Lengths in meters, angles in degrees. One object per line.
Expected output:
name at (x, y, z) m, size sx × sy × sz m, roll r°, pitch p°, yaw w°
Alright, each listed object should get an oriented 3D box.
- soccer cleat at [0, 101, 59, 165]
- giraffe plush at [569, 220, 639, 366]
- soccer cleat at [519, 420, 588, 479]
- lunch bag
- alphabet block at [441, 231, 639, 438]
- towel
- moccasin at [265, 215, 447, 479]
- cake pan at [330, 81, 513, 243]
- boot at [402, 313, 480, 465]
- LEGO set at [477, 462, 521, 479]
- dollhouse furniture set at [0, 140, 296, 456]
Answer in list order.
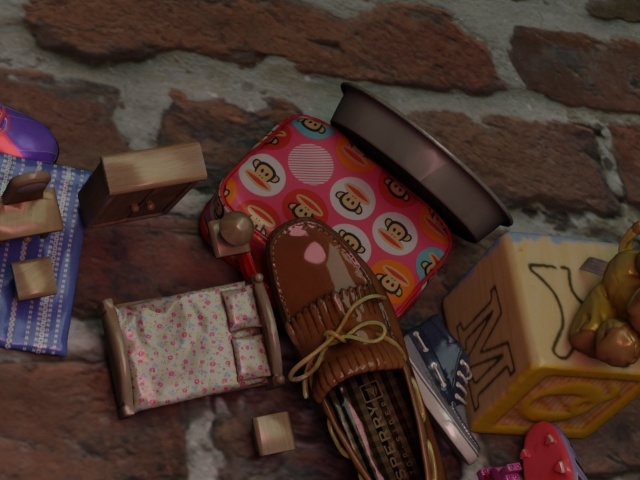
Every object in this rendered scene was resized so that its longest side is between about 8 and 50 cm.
soccer cleat at (-0.463, -0.164, 1.822) m, size 0.318 × 0.116 × 0.108 m, roll 21°, pitch 51°, yaw -12°
giraffe plush at (0.415, 0.097, 1.829) m, size 0.170 × 0.181 × 0.210 m, roll 35°, pitch 14°, yaw -15°
soccer cleat at (0.326, 0.345, 1.901) m, size 0.095 × 0.083 × 0.248 m, roll 6°, pitch 54°, yaw -43°
lunch bag at (0.000, 0.000, 1.940) m, size 0.293 × 0.120 × 0.258 m, roll 41°, pitch 50°, yaw 3°
alphabet block at (0.292, 0.125, 1.954) m, size 0.192 × 0.193 × 0.197 m, roll 6°, pitch 56°, yaw -22°
towel at (-0.439, -0.010, 1.751) m, size 0.336 × 0.040 × 0.243 m, roll 13°, pitch 66°, yaw -19°
moccasin at (0.037, 0.152, 1.776) m, size 0.139 × 0.147 × 0.380 m, roll -18°, pitch 88°, yaw 2°
cake pan at (0.125, -0.096, 1.998) m, size 0.293 × 0.293 × 0.054 m, roll 40°, pitch 87°, yaw 3°
boot at (0.164, 0.185, 1.909) m, size 0.086 × 0.069 × 0.190 m, roll -33°, pitch 73°, yaw -6°
LEGO set at (0.226, 0.367, 1.817) m, size 0.087 × 0.093 × 0.227 m, roll -3°, pitch 60°, yaw -28°
dollhouse furniture set at (-0.188, 0.088, 1.710) m, size 0.303 × 0.174 × 0.355 m, roll -10°, pitch 80°, yaw -21°
